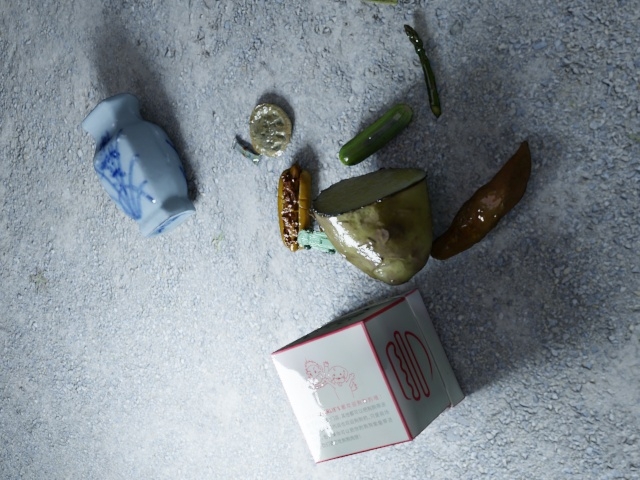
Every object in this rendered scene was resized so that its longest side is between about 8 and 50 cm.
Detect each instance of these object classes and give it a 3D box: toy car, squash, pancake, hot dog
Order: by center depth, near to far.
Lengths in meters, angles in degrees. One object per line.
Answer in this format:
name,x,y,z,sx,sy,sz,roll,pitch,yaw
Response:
squash,0.134,-0.258,1.885,0.229,0.066,0.066,-37,80,32
toy car,0.000,0.000,2.022,0.122,0.035,0.059,10,110,13
hot dog,-0.075,-0.090,2.046,0.102,0.076,0.249,13,108,34
pancake,-0.140,-0.300,2.073,0.152,0.025,0.151,7,105,30

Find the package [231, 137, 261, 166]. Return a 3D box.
package,-0.208,-0.248,2.132,0.110,0.015,0.037,35,122,23

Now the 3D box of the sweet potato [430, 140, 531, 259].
sweet potato,0.376,-0.068,1.752,0.354,0.095,0.106,-53,31,26

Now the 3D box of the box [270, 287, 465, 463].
box,0.116,0.334,1.881,0.314,0.300,0.312,-24,87,33

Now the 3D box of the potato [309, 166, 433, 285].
potato,0.144,-0.018,1.837,0.301,0.288,0.237,-19,110,4

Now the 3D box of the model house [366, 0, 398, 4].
model house,0.124,-0.694,1.728,0.266,0.261,0.321,-32,64,58

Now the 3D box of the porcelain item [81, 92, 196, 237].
porcelain item,-0.539,-0.218,2.250,0.243,0.178,0.405,-34,81,33

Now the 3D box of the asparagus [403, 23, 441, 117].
asparagus,0.247,-0.405,1.803,0.034,0.027,0.235,-17,91,23
